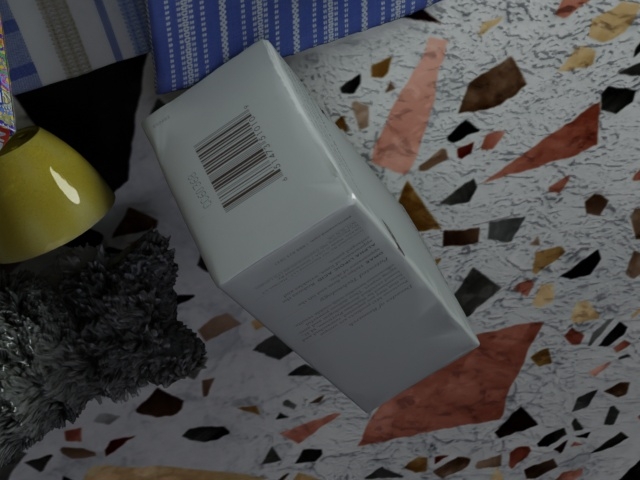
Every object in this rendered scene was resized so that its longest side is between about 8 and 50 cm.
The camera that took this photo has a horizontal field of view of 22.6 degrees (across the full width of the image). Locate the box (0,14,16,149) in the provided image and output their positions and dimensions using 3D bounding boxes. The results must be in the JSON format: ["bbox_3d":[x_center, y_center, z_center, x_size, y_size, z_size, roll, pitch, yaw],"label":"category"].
[{"bbox_3d":[-0.455,-0.106,1.335,0.279,0.177,0.290,21,127,-37],"label":"box"}]

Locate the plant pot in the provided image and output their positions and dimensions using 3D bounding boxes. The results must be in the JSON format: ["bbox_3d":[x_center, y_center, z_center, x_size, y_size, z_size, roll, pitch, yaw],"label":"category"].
[{"bbox_3d":[-0.279,-0.054,1.542,0.134,0.134,0.095,-24,111,1],"label":"plant pot"}]

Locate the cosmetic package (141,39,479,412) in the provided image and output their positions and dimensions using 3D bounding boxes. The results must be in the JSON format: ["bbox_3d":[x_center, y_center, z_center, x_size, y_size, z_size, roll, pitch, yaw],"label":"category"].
[{"bbox_3d":[0.000,0.000,1.598,0.156,0.217,0.385,-33,150,9],"label":"cosmetic package"}]

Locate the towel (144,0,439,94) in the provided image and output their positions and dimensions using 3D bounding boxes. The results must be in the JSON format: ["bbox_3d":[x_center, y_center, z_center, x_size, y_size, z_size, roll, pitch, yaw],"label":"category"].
[{"bbox_3d":[-0.008,-0.274,1.458,0.336,0.040,0.243,-20,141,-15],"label":"towel"}]

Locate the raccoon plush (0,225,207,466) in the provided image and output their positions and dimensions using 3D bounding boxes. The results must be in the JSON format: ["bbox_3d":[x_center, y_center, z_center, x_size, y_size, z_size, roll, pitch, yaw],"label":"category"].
[{"bbox_3d":[-0.273,0.162,1.551,0.299,0.446,0.216,-11,125,5],"label":"raccoon plush"}]

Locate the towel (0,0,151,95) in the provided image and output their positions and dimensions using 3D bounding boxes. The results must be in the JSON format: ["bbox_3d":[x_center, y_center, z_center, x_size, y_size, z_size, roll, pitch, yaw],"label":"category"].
[{"bbox_3d":[-0.203,-0.242,1.437,0.285,0.034,0.209,-20,140,-2],"label":"towel"}]
